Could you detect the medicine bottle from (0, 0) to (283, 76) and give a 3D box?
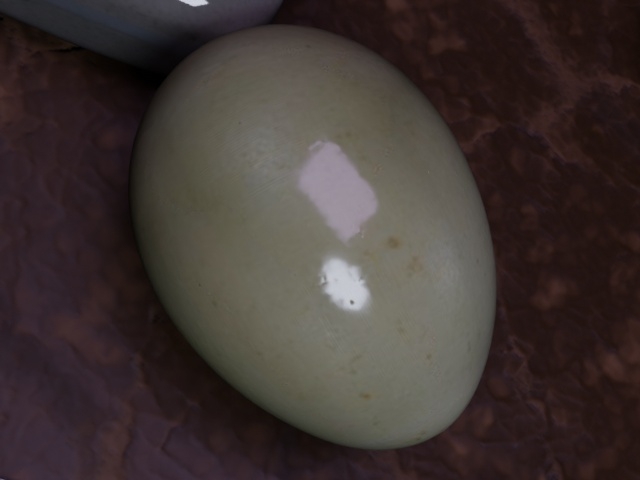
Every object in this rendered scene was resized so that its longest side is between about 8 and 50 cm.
[{"bbox_3d":[-0.109,-0.299,0.669,0.282,0.123,0.375,21,65,-12],"label":"medicine bottle"}]

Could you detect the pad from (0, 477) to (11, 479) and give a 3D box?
[{"bbox_3d":[-0.133,0.206,0.547,0.190,0.004,0.127,18,66,-14],"label":"pad"}]

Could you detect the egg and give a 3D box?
[{"bbox_3d":[0.000,0.000,0.568,0.189,0.188,0.253,-34,93,-28],"label":"egg"}]
